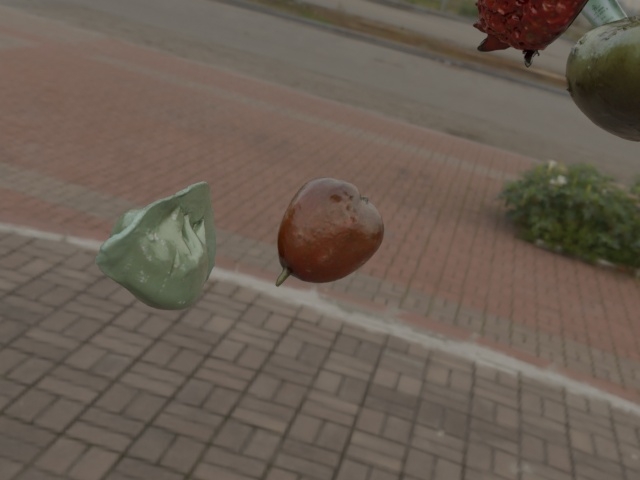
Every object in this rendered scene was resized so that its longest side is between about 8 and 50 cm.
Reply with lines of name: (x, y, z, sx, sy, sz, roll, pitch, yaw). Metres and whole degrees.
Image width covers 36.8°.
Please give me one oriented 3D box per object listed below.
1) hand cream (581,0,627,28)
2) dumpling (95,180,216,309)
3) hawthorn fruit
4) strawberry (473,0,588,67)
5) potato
hand cream: (0.496, -0.383, 1.661, 0.050, 0.078, 0.205, -20, 74, -50)
dumpling: (-0.338, 0.013, 2.005, 0.212, 0.270, 0.320, -1, 11, 0)
hawthorn fruit: (0.000, 0.000, 1.891, 0.199, 0.251, 0.199, 42, -6, 6)
strawberry: (0.234, -0.289, 1.006, 0.098, 0.174, 0.228, 20, -9, -8)
potato: (0.484, -0.241, 1.404, 0.210, 0.173, 0.307, 36, -6, -13)
